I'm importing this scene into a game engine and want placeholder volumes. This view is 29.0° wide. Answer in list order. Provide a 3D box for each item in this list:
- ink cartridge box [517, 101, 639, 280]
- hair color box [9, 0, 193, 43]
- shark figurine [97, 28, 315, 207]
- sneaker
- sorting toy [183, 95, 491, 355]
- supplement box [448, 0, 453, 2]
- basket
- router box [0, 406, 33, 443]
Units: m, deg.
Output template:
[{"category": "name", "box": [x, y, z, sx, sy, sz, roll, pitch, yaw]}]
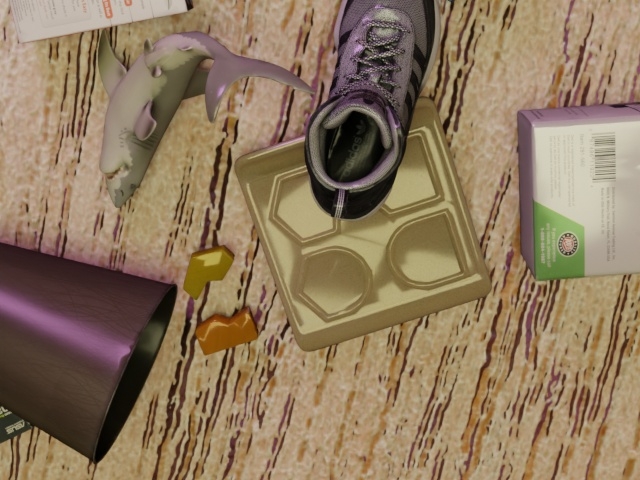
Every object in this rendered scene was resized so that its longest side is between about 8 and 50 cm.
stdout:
[{"category": "ink cartridge box", "box": [0.312, -0.053, 1.223, 0.219, 0.092, 0.160, -3, 105, 1]}, {"category": "hair color box", "box": [-0.215, -0.251, 1.192, 0.167, 0.053, 0.093, -10, 103, 4]}, {"category": "shark figurine", "box": [-0.121, -0.151, 1.181, 0.116, 0.278, 0.166, -1, 73, -38]}, {"category": "sneaker", "box": [0.050, -0.144, 1.127, 0.101, 0.153, 0.269, 13, 96, 2]}, {"category": "sorting toy", "box": [0.000, 0.000, 1.269, 0.307, 0.041, 0.229, -18, 108, 5]}, {"category": "supplement box", "box": [0.141, -0.284, 1.181, 0.083, 0.056, 0.083, -25, 103, 6]}, {"category": "basket", "box": [-0.285, 0.090, 1.227, 0.227, 0.204, 0.154, 21, 140, 2]}, {"category": "router box", "box": [-0.374, 0.179, 1.312, 0.122, 0.038, 0.092, -26, 104, 7]}]
